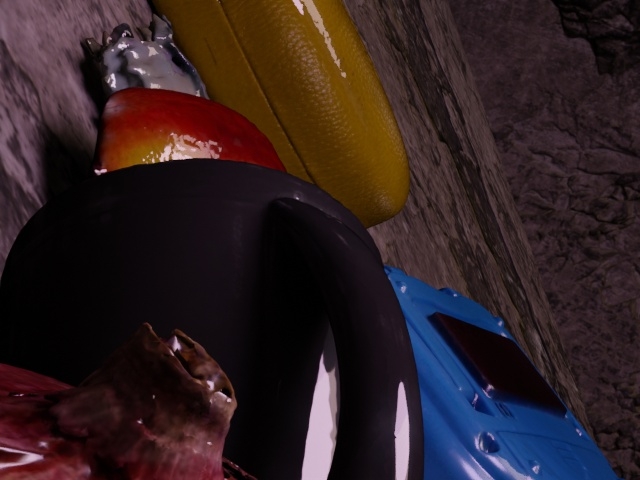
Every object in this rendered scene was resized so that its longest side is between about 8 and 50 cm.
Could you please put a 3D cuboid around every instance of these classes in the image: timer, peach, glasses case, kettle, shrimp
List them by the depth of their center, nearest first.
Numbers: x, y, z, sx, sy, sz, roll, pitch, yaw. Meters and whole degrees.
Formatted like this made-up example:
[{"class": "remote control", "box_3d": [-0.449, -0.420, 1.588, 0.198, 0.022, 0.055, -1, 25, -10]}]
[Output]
[{"class": "kettle", "box_3d": [-0.047, 0.114, 0.880, 0.207, 0.268, 0.290, 25, 43, -27]}, {"class": "peach", "box_3d": [-0.054, 0.002, 1.220, 0.279, 0.068, 0.189, 42, 41, -50]}, {"class": "shrimp", "box_3d": [-0.114, -0.014, 1.261, 0.185, 0.068, 0.287, 56, 28, -31]}, {"class": "glasses case", "box_3d": [-0.032, -0.161, 1.611, 0.173, 0.141, 0.371, -86, 151, -61]}, {"class": "timer", "box_3d": [0.134, 0.160, 1.615, 0.309, 0.115, 0.340, 52, 16, 27]}]

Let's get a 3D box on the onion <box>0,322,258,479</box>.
[{"class": "onion", "box_3d": [-0.099, 0.129, 0.660, 0.252, 0.219, 0.252, 25, 20, -10]}]
